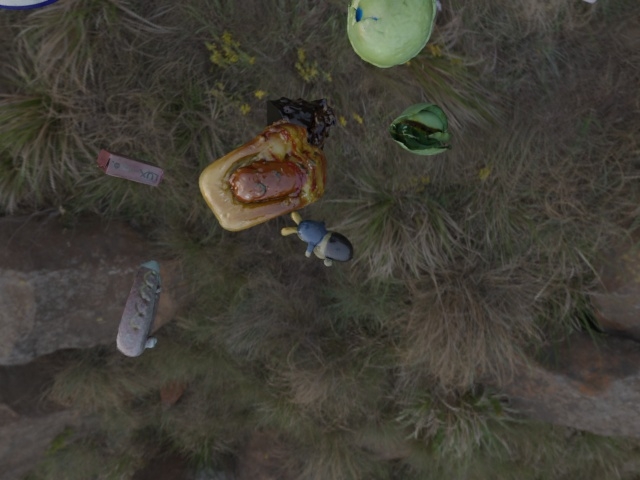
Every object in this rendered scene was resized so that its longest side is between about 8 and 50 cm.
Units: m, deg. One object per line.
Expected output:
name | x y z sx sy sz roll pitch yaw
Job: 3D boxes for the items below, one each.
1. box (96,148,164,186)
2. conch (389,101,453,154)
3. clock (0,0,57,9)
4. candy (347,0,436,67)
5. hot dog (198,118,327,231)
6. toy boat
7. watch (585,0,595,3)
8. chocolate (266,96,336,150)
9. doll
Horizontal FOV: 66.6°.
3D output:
box | -0.525 -0.201 1.345 0.156 0.111 0.059 12 100 -39
conch | 0.265 -0.280 1.265 0.137 0.250 0.143 -22 105 18
clock | -0.529 -0.521 0.848 0.231 0.230 0.083 17 164 -1
candy | 0.090 -0.306 0.560 0.093 0.335 0.093 -7 135 22
hot dog | -0.076 -0.119 0.853 0.153 0.257 0.150 -21 99 39
toy boat | -0.418 0.169 1.177 0.085 0.227 0.155 15 151 -11
watch | 0.586 -0.682 1.107 0.232 0.243 0.196 14 140 -21
chocolate | -0.027 -0.295 1.330 0.177 0.206 0.224 -22 160 -13
doll | 0.000 0.000 1.122 0.179 0.101 0.089 30 156 -5
